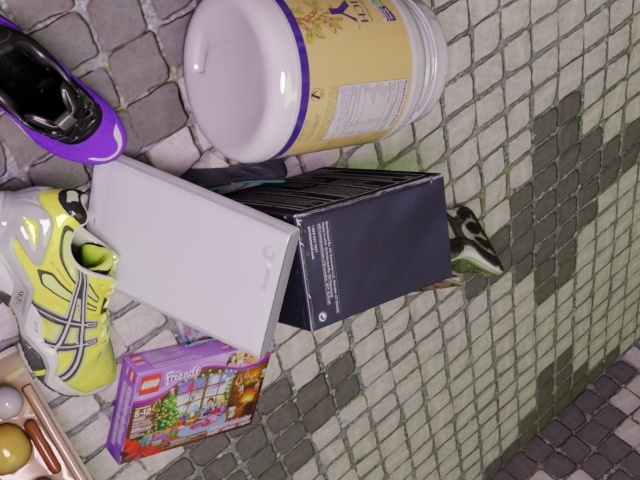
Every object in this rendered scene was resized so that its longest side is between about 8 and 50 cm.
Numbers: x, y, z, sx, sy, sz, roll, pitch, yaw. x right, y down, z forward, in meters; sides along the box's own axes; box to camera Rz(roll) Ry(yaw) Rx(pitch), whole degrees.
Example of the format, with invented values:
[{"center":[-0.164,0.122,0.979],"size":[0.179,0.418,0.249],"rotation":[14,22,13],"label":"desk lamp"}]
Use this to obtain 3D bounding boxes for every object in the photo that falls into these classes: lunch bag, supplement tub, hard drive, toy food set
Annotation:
[{"center":[-0.198,0.150,1.516],"size":[0.071,0.053,0.083],"rotation":[-4,131,-42],"label":"lunch bag"},{"center":[-0.002,-0.249,1.250],"size":[0.331,0.241,0.241],"rotation":[-15,129,-38],"label":"supplement tub"},{"center":[-0.192,0.018,1.222],"size":[0.040,0.308,0.203],"rotation":[-39,148,-59],"label":"hard drive"},{"center":[-0.459,0.335,1.243],"size":[0.220,0.306,0.092],"rotation":[-31,180,-26],"label":"toy food set"}]

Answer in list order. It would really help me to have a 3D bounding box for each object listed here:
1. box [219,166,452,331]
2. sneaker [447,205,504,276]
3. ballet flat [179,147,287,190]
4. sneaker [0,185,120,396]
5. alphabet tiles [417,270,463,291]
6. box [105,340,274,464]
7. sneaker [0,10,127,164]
[{"center":[0.000,0.000,1.369],"size":[0.294,0.296,0.182],"rotation":[-18,107,-36],"label":"box"},{"center":[0.239,0.024,1.832],"size":[0.182,0.158,0.410],"rotation":[-33,152,27],"label":"sneaker"},{"center":[-0.144,-0.114,1.359],"size":[0.203,0.074,0.074],"rotation":[-11,126,-33],"label":"ballet flat"},{"center":[-0.344,0.087,1.210],"size":[0.147,0.145,0.384],"rotation":[-12,136,0],"label":"sneaker"},{"center":[0.179,0.076,1.748],"size":[0.237,0.198,0.009],"rotation":[17,68,-49],"label":"alphabet tiles"},{"center":[-0.233,0.277,1.573],"size":[0.293,0.057,0.200],"rotation":[-8,124,-42],"label":"box"},{"center":[-0.328,-0.161,1.063],"size":[0.102,0.146,0.293],"rotation":[-50,142,-3],"label":"sneaker"}]
